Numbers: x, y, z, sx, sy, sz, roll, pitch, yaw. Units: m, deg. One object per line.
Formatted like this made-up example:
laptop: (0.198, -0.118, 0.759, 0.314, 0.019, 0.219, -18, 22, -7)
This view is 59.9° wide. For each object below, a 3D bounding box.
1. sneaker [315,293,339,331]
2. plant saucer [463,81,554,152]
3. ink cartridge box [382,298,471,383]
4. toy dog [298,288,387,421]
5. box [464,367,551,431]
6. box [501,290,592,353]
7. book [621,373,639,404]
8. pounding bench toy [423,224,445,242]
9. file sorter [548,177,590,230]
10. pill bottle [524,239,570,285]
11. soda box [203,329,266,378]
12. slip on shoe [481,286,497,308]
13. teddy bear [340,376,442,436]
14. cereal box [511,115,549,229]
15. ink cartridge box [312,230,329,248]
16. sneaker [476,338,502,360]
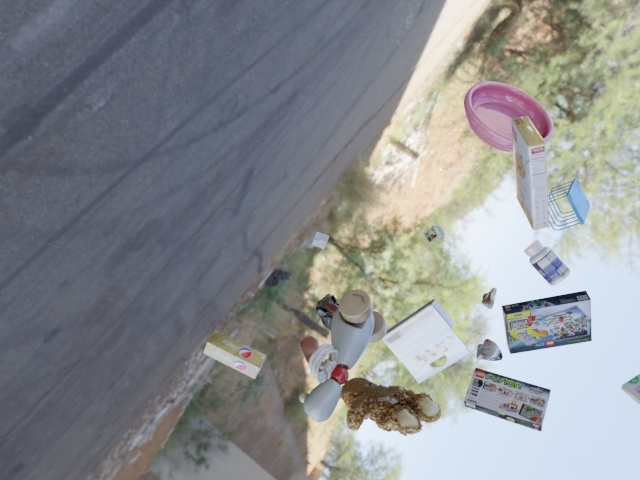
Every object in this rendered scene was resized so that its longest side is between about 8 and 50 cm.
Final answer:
sneaker: (0.058, 0.257, 1.817, 0.087, 0.130, 0.227, -40, -146, -14)
plant saucer: (0.655, -0.427, 1.969, 0.332, 0.332, 0.084, -47, 167, -38)
ink cartridge box: (0.414, 0.396, 2.172, 0.275, 0.239, 0.060, -41, 179, 30)
toy dog: (0.027, 0.261, 1.374, 0.333, 0.161, 0.220, -41, 131, -41)
box: (0.513, 0.434, 1.529, 0.114, 0.207, 0.036, -57, 146, -33)
box: (0.649, 0.237, 1.594, 0.044, 0.233, 0.159, -86, 162, -56)
book: (1.146, 0.539, 1.939, 0.096, 0.144, 0.035, -27, 131, -14)
pounding bench toy: (0.459, -0.025, 2.301, 0.083, 0.052, 0.065, -6, 152, -41)
file sorter: (0.857, -0.123, 1.942, 0.104, 0.118, 0.170, -24, -171, 39)
pill bottle: (0.612, 0.059, 1.509, 0.067, 0.120, 0.067, -40, 173, -6)
soda box: (-0.262, 0.347, 1.697, 0.061, 0.181, 0.058, -63, 180, 37)
slip on shoe: (0.596, 0.200, 1.970, 0.135, 0.041, 0.051, -45, 148, -59)
teddy bear: (0.192, 0.494, 1.619, 0.338, 0.113, 0.245, -5, -166, 36)
cereal box: (0.529, -0.172, 1.405, 0.173, 0.047, 0.240, -85, 161, -56)
ink cartridge box: (0.000, 0.000, 1.944, 0.083, 0.048, 0.028, 107, 4, -71)
sneaker: (0.502, 0.322, 1.612, 0.158, 0.064, 0.061, 86, 16, -79)
